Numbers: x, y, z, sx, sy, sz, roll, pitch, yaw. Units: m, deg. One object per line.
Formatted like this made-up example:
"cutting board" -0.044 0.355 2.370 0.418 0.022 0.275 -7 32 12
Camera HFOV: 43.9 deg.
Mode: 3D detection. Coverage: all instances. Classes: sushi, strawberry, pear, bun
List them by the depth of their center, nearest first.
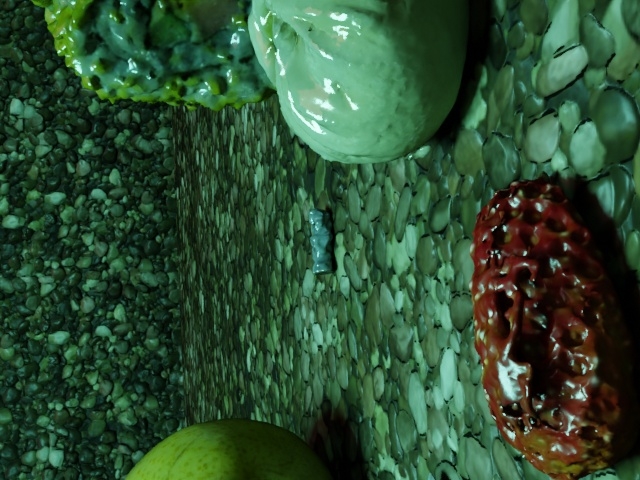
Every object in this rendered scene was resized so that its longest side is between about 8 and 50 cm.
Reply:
"strawberry" 0.125 0.052 0.485 0.121 0.082 0.188 117 144 -62
"bun" 0.021 -0.188 0.663 0.259 0.159 0.259 -178 90 -73
"pear" -0.099 0.356 0.896 0.314 0.314 0.315 178 90 -73
"sushi" -0.196 -0.367 1.007 0.240 0.351 0.397 -123 33 -58

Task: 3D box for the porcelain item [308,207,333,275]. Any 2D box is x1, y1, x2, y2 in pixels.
"porcelain item" 0.000 0.000 0.958 0.036 0.028 0.083 128 139 -67

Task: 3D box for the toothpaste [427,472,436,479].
"toothpaste" 0.083 0.367 0.682 0.100 0.066 0.323 -126 43 -69
